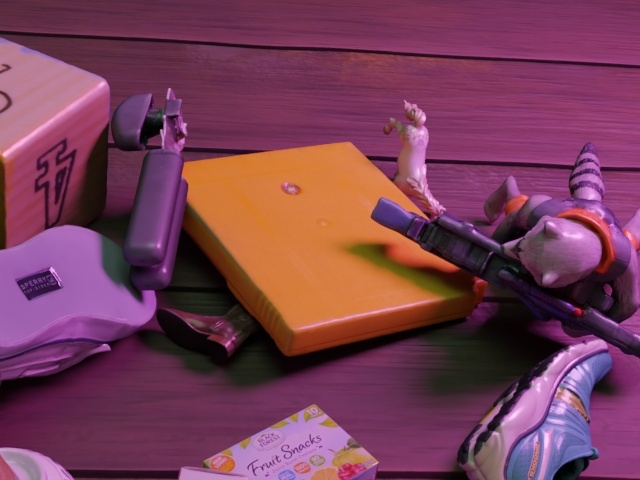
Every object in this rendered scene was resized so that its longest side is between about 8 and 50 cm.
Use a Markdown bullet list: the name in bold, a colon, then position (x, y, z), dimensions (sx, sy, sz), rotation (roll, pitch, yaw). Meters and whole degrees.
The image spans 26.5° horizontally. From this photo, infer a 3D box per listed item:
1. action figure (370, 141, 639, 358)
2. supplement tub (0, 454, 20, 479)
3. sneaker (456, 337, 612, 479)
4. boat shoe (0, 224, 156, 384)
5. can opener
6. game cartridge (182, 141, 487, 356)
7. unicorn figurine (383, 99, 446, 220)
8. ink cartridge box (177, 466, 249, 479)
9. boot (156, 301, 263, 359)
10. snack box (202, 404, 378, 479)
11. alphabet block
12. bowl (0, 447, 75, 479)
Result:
- **action figure**: position (0.245, -0.023, 1.541), dimensions (0.341, 0.178, 0.330), rotation (26, 15, 2)
- **supplement tub**: position (-0.339, 0.215, 0.980), dimensions (0.241, 0.331, 0.241), rotation (-2, 59, 4)
- **sneaker**: position (0.231, 0.191, 1.381), dimensions (0.110, 0.107, 0.275), rotation (49, 41, 3)
- **boat shoe**: position (-0.305, 0.088, 1.360), dimensions (0.136, 0.156, 0.367), rotation (56, 20, 5)
- **can opener**: position (-0.198, -0.064, 1.521), dimensions (0.095, 0.076, 0.283), rotation (-1, 44, 5)
- **game cartridge**: position (0.000, 0.000, 1.589), dimensions (0.285, 0.052, 0.323), rotation (-10, 42, -32)
- **unicorn figurine**: position (0.116, -0.091, 1.715), dimensions (0.060, 0.161, 0.111), rotation (-16, 15, -21)
- **ink cartridge box**: position (-0.111, 0.361, 1.002), dimensions (0.069, 0.175, 0.371), rotation (7, 37, -1)
- **boot**: position (-0.107, 0.081, 1.494), dimensions (0.106, 0.037, 0.114), rotation (28, 39, 22)
- **snack box**: position (-0.029, 0.225, 1.313), dimensions (0.141, 0.037, 0.100), rotation (-23, 45, -35)
- **alphabet block**: position (-0.371, -0.093, 1.543), dimensions (0.192, 0.193, 0.197), rotation (22, 39, 20)
- **bowl**: position (-0.283, 0.238, 1.214), dimensions (0.170, 0.080, 0.170), rotation (5, 36, -4)
